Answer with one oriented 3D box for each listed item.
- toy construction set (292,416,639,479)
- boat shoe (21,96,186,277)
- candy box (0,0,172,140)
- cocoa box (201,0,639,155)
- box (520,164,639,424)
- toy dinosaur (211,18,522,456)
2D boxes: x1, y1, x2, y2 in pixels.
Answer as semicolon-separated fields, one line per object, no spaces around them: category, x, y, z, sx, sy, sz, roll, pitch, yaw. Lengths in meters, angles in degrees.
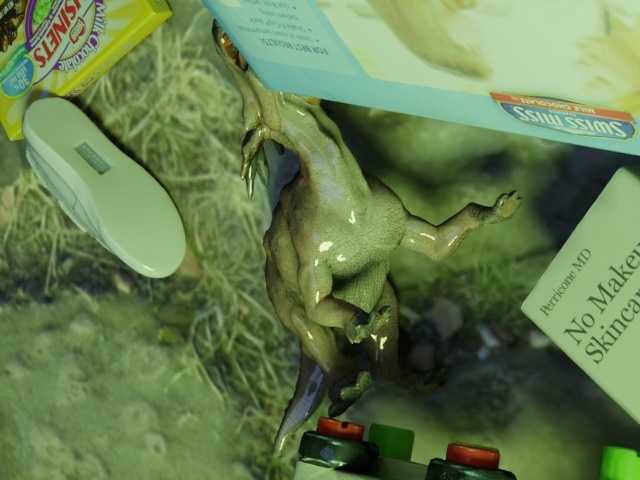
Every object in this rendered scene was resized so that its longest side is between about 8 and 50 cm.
toy construction set;0.103;0.186;0.669;0.327;0.215;0.151;-18;64;41
boat shoe;-0.180;-0.034;0.887;0.184;0.066;0.063;42;145;10
candy box;-0.213;-0.175;0.897;0.206;0.027;0.105;-31;86;35
cocoa box;0.093;-0.197;0.473;0.347;0.231;0.228;17;66;42
box;0.246;0.082;0.572;0.275;0.094;0.113;45;121;28
toy dinosaur;0.000;0.000;0.739;0.200;0.127;0.296;43;137;32
